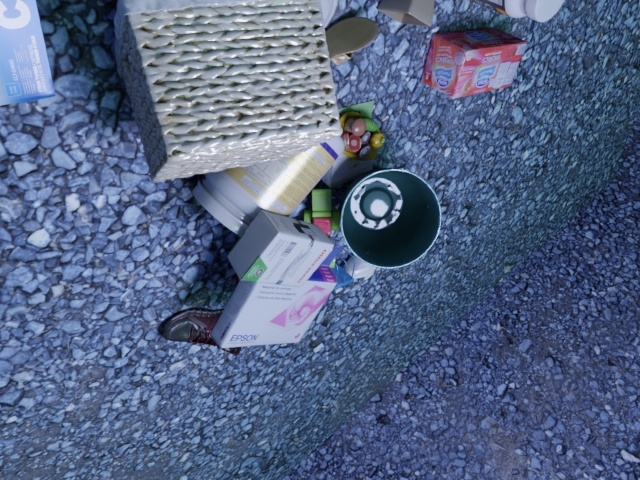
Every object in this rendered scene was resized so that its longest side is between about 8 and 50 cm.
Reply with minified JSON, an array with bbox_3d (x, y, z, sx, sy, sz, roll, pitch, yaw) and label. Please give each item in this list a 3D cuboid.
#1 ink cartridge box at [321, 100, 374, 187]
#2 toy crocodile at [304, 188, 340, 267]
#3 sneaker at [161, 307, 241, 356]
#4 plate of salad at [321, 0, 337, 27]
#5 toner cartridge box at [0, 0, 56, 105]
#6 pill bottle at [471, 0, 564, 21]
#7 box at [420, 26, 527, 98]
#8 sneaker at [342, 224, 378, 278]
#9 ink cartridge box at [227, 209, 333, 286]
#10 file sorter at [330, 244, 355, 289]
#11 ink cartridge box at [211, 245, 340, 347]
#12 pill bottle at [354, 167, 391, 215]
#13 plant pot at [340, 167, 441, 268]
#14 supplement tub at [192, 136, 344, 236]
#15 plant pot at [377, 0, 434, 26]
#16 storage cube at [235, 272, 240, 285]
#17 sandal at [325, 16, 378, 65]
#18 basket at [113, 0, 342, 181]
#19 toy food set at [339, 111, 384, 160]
[{"bbox_3d":[0.094,-0.287,1.579,0.171,0.056,0.235,-22,141,-30],"label":"ink cartridge box"},{"bbox_3d":[0.000,0.000,1.658,0.115,0.105,0.340,4,113,-1],"label":"toy crocodile"},{"bbox_3d":[-0.330,0.291,1.611,0.281,0.162,0.106,-3,127,-46],"label":"sneaker"},{"bbox_3d":[-0.053,-0.514,1.178,0.200,0.048,0.200,-25,160,-10],"label":"plate of salad"},{"bbox_3d":[-0.531,-0.381,0.800,0.165,0.075,0.347,-21,138,-31],"label":"toner cartridge box"},{"bbox_3d":[0.505,-0.694,1.404,0.162,0.278,0.162,-27,141,-25],"label":"pill bottle"},{"bbox_3d":[0.477,-0.556,1.634,0.300,0.142,0.154,-21,138,-32],"label":"box"},{"bbox_3d":[0.189,0.017,1.961,0.305,0.114,0.152,-40,132,-17],"label":"sneaker"},{"bbox_3d":[-0.091,0.026,1.256,0.208,0.087,0.153,15,121,-51],"label":"ink cartridge box"},{"bbox_3d":[0.022,0.100,1.837,0.170,0.118,0.104,-21,134,-32],"label":"file sorter"},{"bbox_3d":[-0.102,0.153,1.475,0.324,0.071,0.330,9,118,-50],"label":"ink cartridge box"},{"bbox_3d":[0.177,-0.152,1.764,0.169,0.094,0.094,-47,146,1],"label":"pill bottle"},{"bbox_3d":[0.192,-0.087,1.608,0.293,0.235,0.292,-1,105,-5],"label":"plant pot"},{"bbox_3d":[-0.128,-0.182,1.282,0.331,0.241,0.241,-49,146,4],"label":"supplement tub"},{"bbox_3d":[0.230,-0.619,1.350,0.109,0.109,0.096,1,112,-47],"label":"plant pot"},{"bbox_3d":[-0.135,0.106,1.616,0.193,0.184,0.215,-29,142,-26],"label":"storage cube"},{"bbox_3d":[0.030,-0.477,1.322,0.240,0.088,0.079,-32,175,-9],"label":"sandal"},{"bbox_3d":[-0.178,-0.273,0.955,0.332,0.328,0.266,-13,95,-22],"label":"basket"},{"bbox_3d":[0.111,-0.300,1.506,0.218,0.071,0.128,12,98,-40],"label":"toy food set"}]
